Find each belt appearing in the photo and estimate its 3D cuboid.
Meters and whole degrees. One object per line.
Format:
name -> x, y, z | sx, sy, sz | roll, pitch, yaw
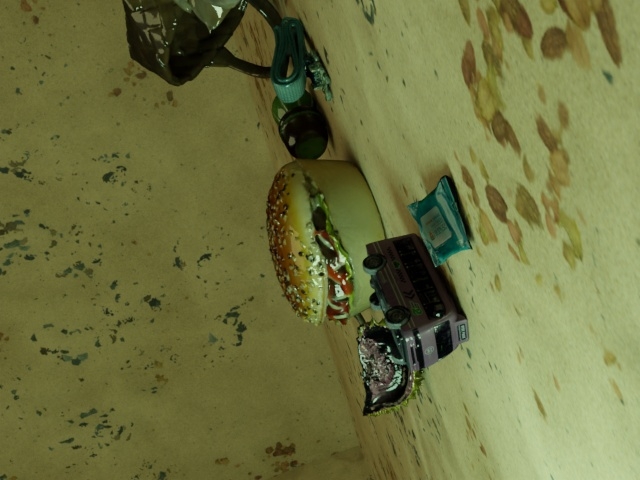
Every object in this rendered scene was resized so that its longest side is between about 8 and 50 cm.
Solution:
belt -> -0.036, -0.317, 1.627 | 0.065, 0.099, 0.179 | 77, -173, -54

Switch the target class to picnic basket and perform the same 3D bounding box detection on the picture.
picnic basket -> -0.200, -0.450, 1.933 | 0.293, 0.337, 0.337 | 100, 152, -64

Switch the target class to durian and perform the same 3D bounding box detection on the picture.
durian -> 0.135, 0.207, 1.623 | 0.108, 0.118, 0.187 | -31, -61, -57

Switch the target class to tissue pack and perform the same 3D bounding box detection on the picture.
tissue pack -> 0.138, -0.020, 1.060 | 0.138, 0.027, 0.085 | 132, 116, -78

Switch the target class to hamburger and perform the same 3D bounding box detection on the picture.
hamburger -> 0.000, 0.000, 1.609 | 0.300, 0.176, 0.300 | 167, 90, -79

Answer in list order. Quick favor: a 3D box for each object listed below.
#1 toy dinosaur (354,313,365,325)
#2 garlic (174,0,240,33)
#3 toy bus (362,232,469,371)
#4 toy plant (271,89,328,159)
toy dinosaur -> 0.043, 0.064, 2.059 | 0.162, 0.077, 0.294 | 71, -169, -47
garlic -> -0.204, -0.548, 1.671 | 0.279, 0.132, 0.325 | 0, 123, 51
toy bus -> 0.119, 0.076, 1.217 | 0.178, 0.098, 0.087 | -110, 6, -47
toy plant -> -0.043, -0.231, 1.799 | 0.093, 0.092, 0.162 | 78, 171, -53
